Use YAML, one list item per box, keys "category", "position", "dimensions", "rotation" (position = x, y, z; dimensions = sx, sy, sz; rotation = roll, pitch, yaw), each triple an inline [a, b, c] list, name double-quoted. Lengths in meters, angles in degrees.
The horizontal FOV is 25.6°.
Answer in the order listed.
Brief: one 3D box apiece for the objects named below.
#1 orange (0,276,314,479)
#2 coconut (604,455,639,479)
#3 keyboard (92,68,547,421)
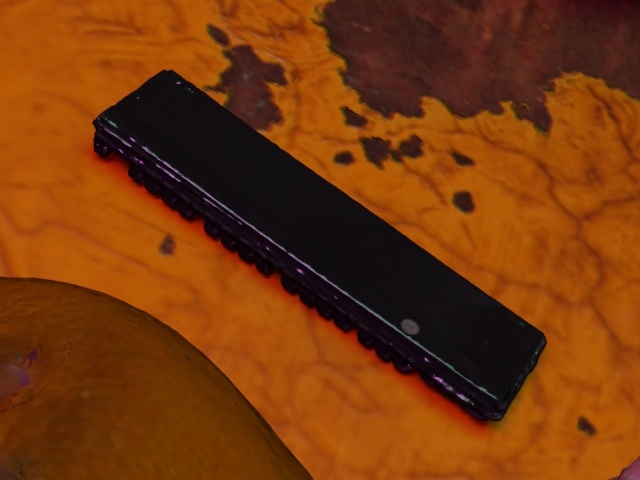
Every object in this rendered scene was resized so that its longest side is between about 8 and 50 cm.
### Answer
- category: "orange"
  position: [-0.099, 0.113, 0.379]
  dimensions: [0.249, 0.183, 0.249]
  rotation: [5, 46, -5]
- category: "coconut"
  position: [0.133, 0.190, 0.411]
  dimensions: [0.233, 0.245, 0.233]
  rotation: [-8, 43, 8]
- category: "keyboard"
  position: [0.000, 0.001, 0.661]
  dimensions: [0.231, 0.023, 0.072]
  rotation: [35, 38, 6]
